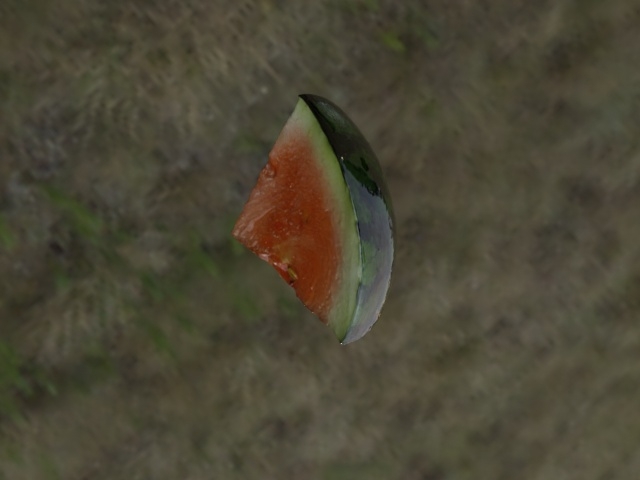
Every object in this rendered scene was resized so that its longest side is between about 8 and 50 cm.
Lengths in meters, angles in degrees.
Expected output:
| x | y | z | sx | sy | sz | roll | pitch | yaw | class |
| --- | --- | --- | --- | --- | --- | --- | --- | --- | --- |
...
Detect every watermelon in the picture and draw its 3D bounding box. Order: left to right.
| x | y | z | sx | sy | sz | roll | pitch | yaw | class |
| --- | --- | --- | --- | --- | --- | --- | --- | --- | --- |
| 0.020 | -0.007 | 1.243 | 0.137 | 0.145 | 0.193 | -41 | 151 | -12 | watermelon |
